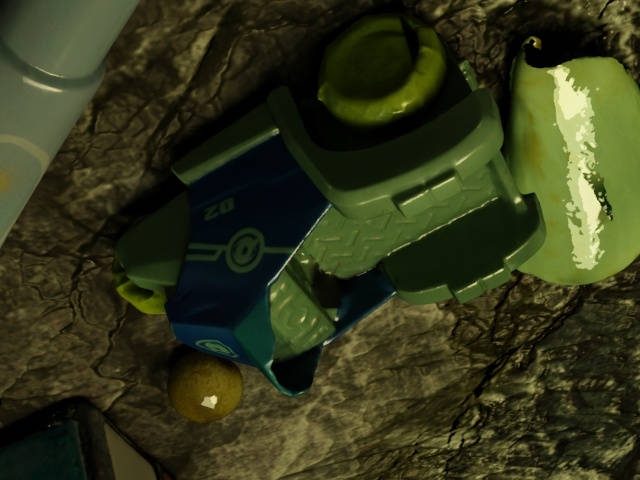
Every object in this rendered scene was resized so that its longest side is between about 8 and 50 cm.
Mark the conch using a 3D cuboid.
[{"bbox_3d":[0.225,-0.069,1.012,0.143,0.137,0.251,5,122,6],"label":"conch"}]

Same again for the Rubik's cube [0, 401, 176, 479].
[{"bbox_3d":[-0.271,0.398,1.165,0.318,0.313,0.316,-23,144,4],"label":"Rubik's cube"}]

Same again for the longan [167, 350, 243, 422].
[{"bbox_3d":[-0.107,0.132,1.127,0.075,0.075,0.083,32,77,-48],"label":"longan"}]

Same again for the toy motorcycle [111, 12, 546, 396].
[{"bbox_3d":[0.000,0.000,0.897,0.326,0.200,0.191,-29,144,7],"label":"toy motorcycle"}]

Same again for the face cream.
[{"bbox_3d":[-0.226,-0.066,0.794,0.135,0.086,0.385,11,137,-37],"label":"face cream"}]
